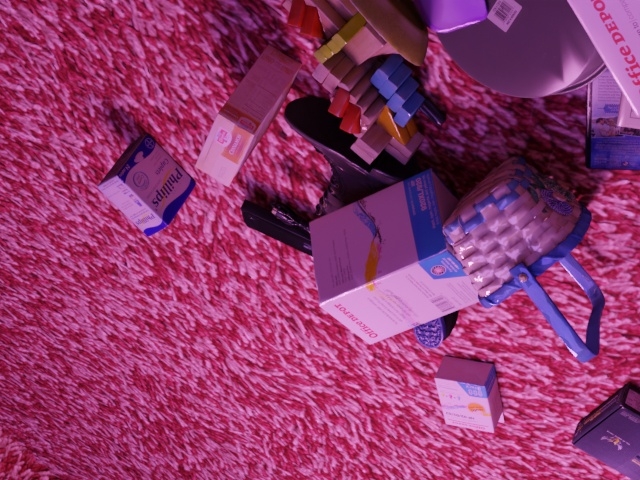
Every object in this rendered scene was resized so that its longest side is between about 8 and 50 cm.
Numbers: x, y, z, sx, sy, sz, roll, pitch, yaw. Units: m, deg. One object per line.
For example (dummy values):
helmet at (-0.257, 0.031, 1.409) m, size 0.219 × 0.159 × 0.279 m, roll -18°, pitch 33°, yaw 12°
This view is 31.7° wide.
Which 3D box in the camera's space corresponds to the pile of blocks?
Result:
pile of blocks at (0.059, -0.241, 1.684) m, size 0.149 × 0.113 × 0.362 m, roll 7°, pitch 138°, yaw 47°

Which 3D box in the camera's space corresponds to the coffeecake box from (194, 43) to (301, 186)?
coffeecake box at (-0.115, -0.200, 1.803) m, size 0.068 × 0.185 × 0.142 m, roll 31°, pitch 142°, yaw -1°

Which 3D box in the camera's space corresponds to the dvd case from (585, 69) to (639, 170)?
dvd case at (0.459, -0.196, 1.557) m, size 0.180 × 0.022 × 0.253 m, roll 3°, pitch 135°, yaw 16°

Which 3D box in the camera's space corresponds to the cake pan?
cake pan at (0.262, -0.314, 1.502) m, size 0.293 × 0.054 × 0.293 m, roll 25°, pitch 138°, yaw 25°

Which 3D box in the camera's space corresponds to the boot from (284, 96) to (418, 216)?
boot at (0.031, -0.103, 1.899) m, size 0.263 × 0.091 × 0.229 m, roll 33°, pitch 146°, yaw 3°

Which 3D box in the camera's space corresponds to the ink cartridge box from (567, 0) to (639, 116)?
ink cartridge box at (0.431, -0.281, 1.233) m, size 0.272 × 0.115 × 0.198 m, roll -22°, pitch 119°, yaw 34°

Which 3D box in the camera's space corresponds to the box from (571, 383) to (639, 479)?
box at (0.610, 0.378, 2.078) m, size 0.232 × 0.059 × 0.183 m, roll 31°, pitch 143°, yaw -1°

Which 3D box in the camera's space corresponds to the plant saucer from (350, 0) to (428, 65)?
plant saucer at (0.074, -0.342, 1.524) m, size 0.037 × 0.241 × 0.241 m, roll -38°, pitch 110°, yaw 18°

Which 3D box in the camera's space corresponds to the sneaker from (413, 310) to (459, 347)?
sneaker at (0.203, 0.071, 1.994) m, size 0.081 × 0.090 × 0.232 m, roll 10°, pitch 116°, yaw 25°

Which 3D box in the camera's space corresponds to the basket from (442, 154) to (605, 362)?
basket at (0.331, 0.029, 1.709) m, size 0.201 × 0.255 × 0.289 m, roll -34°, pitch 98°, yaw 22°

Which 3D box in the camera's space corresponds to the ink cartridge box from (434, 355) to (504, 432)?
ink cartridge box at (0.294, 0.314, 2.204) m, size 0.104 × 0.062 × 0.181 m, roll 7°, pitch 136°, yaw 26°

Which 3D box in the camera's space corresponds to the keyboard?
keyboard at (0.000, 0.000, 2.035) m, size 0.317 × 0.033 × 0.201 m, roll 24°, pitch 166°, yaw 6°

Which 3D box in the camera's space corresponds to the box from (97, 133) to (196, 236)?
box at (-0.319, -0.102, 2.086) m, size 0.072 × 0.126 × 0.137 m, roll -23°, pitch 118°, yaw 43°

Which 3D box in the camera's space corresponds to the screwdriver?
screwdriver at (0.133, -0.243, 1.743) m, size 0.170 × 0.025 × 0.024 m, roll 47°, pitch 140°, yaw -8°

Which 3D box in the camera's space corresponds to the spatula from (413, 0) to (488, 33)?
spatula at (0.246, -0.324, 1.437) m, size 0.296 × 0.030 × 0.084 m, roll -2°, pitch 123°, yaw 44°

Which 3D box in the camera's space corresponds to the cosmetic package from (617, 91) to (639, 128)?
cosmetic package at (0.466, -0.284, 1.372) m, size 0.160 × 0.113 × 0.309 m, roll 10°, pitch 132°, yaw 12°

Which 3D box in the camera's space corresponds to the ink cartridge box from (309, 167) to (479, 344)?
ink cartridge box at (0.125, 0.030, 1.824) m, size 0.232 × 0.168 × 0.171 m, roll -24°, pitch 142°, yaw 21°
